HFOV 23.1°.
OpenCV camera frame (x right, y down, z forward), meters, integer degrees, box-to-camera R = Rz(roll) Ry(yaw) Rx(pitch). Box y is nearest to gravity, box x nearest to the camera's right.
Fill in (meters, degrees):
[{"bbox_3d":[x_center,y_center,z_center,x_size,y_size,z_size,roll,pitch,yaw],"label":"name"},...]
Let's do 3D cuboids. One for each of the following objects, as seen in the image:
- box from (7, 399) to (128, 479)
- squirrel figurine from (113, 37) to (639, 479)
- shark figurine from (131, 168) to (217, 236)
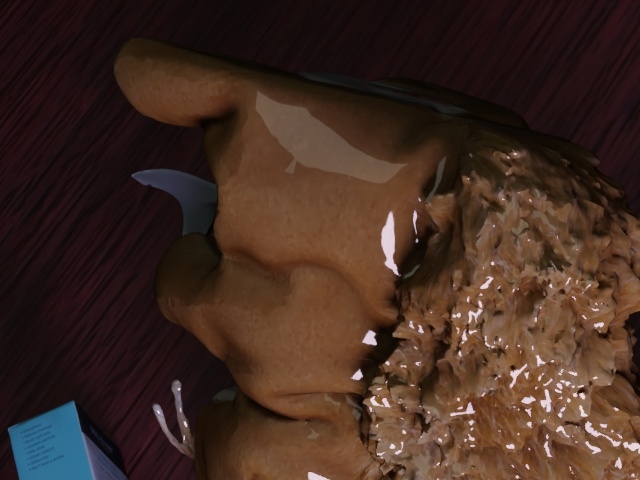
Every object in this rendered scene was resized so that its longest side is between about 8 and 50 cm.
[{"bbox_3d":[-0.168,0.251,1.183,0.060,0.100,0.244,-23,56,3],"label":"box"},{"bbox_3d":[0.040,0.089,1.060,0.397,0.281,0.371,22,104,41],"label":"squirrel figurine"},{"bbox_3d":[-0.007,-0.023,1.297,0.278,0.116,0.166,32,71,28],"label":"shark figurine"}]
